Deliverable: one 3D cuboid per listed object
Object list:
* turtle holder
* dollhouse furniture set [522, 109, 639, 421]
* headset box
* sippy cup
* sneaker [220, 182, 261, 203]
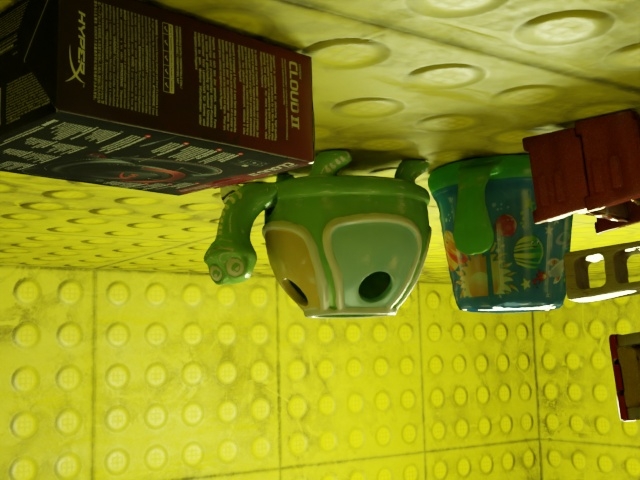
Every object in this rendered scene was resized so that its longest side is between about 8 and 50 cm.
[{"bbox_3d":[0.018,-0.001,1.247,0.243,0.228,0.320,-7,171,41],"label":"turtle holder"},{"bbox_3d":[0.393,0.038,1.085,0.152,0.374,0.201,-14,164,41],"label":"dollhouse furniture set"},{"bbox_3d":[-0.161,-0.119,0.780,0.293,0.110,0.218,6,169,-44],"label":"headset box"},{"bbox_3d":[0.290,-0.001,1.319,0.305,0.224,0.240,3,171,-26],"label":"sippy cup"},{"bbox_3d":[-0.123,-0.075,1.389,0.083,0.037,0.032,-3,170,3],"label":"sneaker"}]
